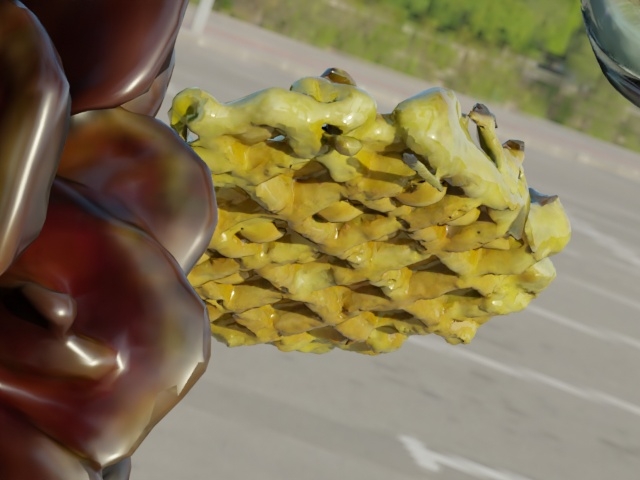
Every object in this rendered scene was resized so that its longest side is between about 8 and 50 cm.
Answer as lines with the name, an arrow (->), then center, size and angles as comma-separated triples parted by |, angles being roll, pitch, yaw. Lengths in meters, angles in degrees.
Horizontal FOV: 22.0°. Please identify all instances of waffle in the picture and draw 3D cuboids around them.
waffle -> 0.000, -0.003, 0.804 | 0.262, 0.060, 0.280 | 2, -24, -18

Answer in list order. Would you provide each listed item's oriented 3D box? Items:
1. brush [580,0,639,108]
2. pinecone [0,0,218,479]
brush -> 0.099, -0.149, 0.454 | 0.068, 0.060, 0.296 | 10, 46, -10
pinecone -> -0.226, -0.031, 0.446 | 0.398, 0.397, 0.398 | 19, 9, -3
